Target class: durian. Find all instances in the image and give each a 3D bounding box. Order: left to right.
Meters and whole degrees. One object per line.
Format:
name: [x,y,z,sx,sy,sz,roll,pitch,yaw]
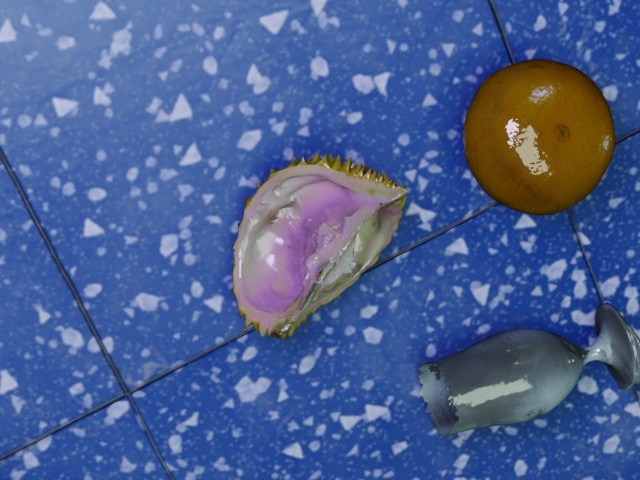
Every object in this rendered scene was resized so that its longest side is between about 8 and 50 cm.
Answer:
durian: [0.000,-0.002,1.653,0.165,0.132,0.182,4,118,-7]

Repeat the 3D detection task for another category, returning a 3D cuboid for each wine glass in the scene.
wine glass: [0.220,0.141,1.785,0.222,0.103,0.103,-16,112,-12]

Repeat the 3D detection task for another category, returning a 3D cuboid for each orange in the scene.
orange: [0.215,-0.103,1.690,0.156,0.124,0.156,0,90,-20]
